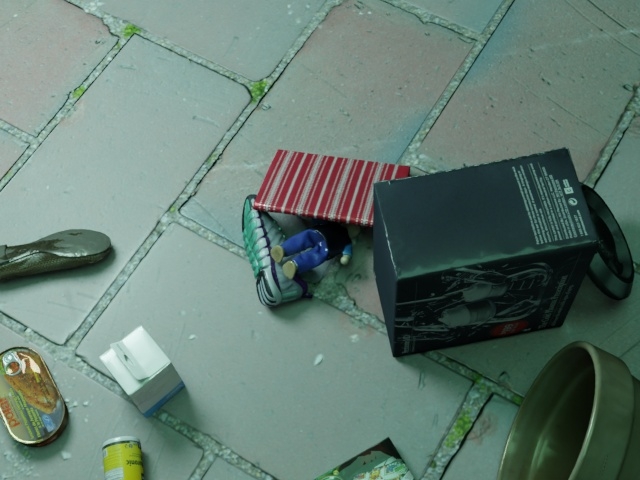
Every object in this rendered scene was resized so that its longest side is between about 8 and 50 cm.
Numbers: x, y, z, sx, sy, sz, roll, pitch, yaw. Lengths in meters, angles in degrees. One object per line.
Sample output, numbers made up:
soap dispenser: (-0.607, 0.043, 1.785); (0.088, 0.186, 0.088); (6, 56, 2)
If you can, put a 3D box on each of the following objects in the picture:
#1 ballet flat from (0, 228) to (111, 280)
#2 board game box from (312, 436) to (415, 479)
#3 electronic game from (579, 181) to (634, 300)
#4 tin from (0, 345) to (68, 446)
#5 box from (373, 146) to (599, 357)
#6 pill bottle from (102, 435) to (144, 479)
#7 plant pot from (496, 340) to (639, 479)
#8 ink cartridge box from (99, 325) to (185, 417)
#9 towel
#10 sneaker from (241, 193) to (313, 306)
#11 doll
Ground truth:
ballet flat: (-0.515, 0.033, 1.815); (0.249, 0.058, 0.084); (-11, 41, -9)
board game box: (0.034, 0.442, 1.580); (0.259, 0.030, 0.136); (-27, 67, -10)
electronic game: (0.479, -0.003, 1.691); (0.048, 0.229, 0.229); (-28, 57, 32)
tin: (-0.513, 0.273, 1.696); (0.106, 0.040, 0.190); (-27, 64, -14)
box: (0.254, 0.032, 1.601); (0.312, 0.343, 0.179); (-10, 63, -1)
pill bottle: (-0.325, 0.389, 1.608); (0.065, 0.065, 0.116); (-10, 63, -2)
plant pot: (0.460, 0.350, 1.468); (0.280, 0.323, 0.323); (22, 65, -3)
ink cartridge box: (-0.303, 0.221, 1.648); (0.090, 0.143, 0.092); (-39, 67, -15)
towel: (0.030, -0.094, 1.813); (0.274, 0.031, 0.199); (9, 38, 8)
sneaker: (-0.082, 0.017, 1.792); (0.098, 0.083, 0.224); (-5, 66, -22)
doll: (0.000, 0.000, 1.765); (0.189, 0.046, 0.129); (-25, 68, -35)
